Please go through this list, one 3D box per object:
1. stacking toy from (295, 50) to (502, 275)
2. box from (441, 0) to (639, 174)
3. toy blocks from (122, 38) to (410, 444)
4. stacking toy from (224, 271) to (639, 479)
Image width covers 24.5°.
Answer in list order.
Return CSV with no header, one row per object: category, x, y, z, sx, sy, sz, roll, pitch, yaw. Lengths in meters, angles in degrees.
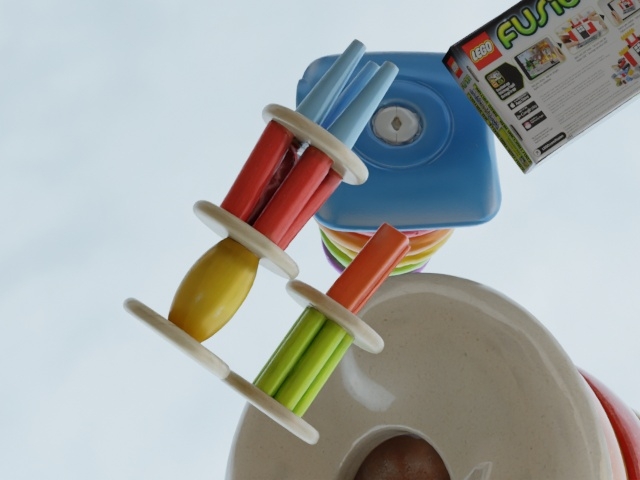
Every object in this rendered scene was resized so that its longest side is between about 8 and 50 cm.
stacking toy,0.057,-0.022,1.318,0.166,0.302,0.175,-2,-119,-3
box,0.211,-0.154,1.149,0.207,0.036,0.114,-33,-97,-13
toy blocks,0.000,0.000,0.634,0.054,0.123,0.148,29,-100,45
stacking toy,0.187,0.231,1.210,0.351,0.480,0.350,-12,-108,40
